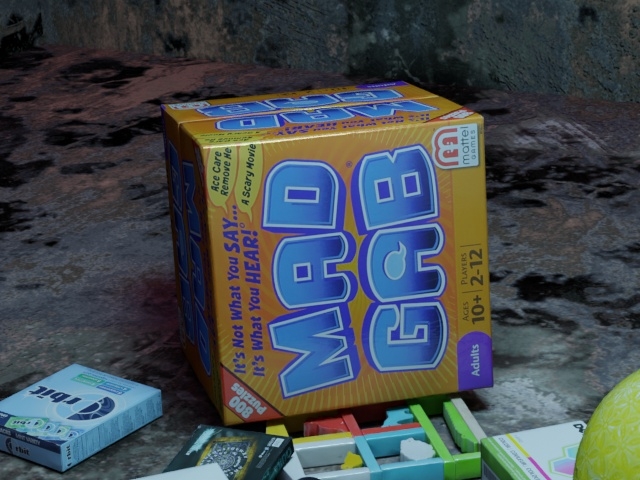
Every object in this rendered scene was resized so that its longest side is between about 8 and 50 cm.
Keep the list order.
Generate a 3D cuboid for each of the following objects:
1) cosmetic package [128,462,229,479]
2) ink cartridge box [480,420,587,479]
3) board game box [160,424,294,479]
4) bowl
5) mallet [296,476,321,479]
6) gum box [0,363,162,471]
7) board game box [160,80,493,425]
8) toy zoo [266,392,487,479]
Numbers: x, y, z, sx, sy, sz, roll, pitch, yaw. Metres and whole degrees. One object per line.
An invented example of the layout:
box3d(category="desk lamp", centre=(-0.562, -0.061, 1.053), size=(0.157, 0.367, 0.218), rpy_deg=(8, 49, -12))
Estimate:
box3d(category="cosmetic package", centre=(-0.239, 0.348, 1.501), size=(0.365, 0.155, 0.197), rpy_deg=(-7, 19, -16))
box3d(category="ink cartridge box", centre=(0.326, 0.276, 1.725), size=(0.255, 0.097, 0.189), rpy_deg=(-9, 21, -15))
box3d(category="board game box", centre=(-0.125, 0.280, 1.812), size=(0.126, 0.026, 0.186), rpy_deg=(5, 30, 25))
box3d(category="bowl", centre=(0.405, 0.188, 1.596), size=(0.289, 0.156, 0.289), rpy_deg=(-2, 24, 1))
box3d(category="mallet", centre=(0.054, 0.320, 1.733), size=(0.189, 0.062, 0.039), rpy_deg=(19, 27, 13))
box3d(category="gum box", centre=(-0.321, 0.224, 2.008), size=(0.157, 0.041, 0.184), rpy_deg=(12, 24, 34))
box3d(category="board game box", centre=(0.000, 0.000, 2.082), size=(0.356, 0.356, 0.356), rpy_deg=(-7, 15, -13))
box3d(category="toy zoo", centre=(0.050, 0.250, 1.916), size=(0.293, 0.030, 0.192), rpy_deg=(-6, 21, -10))
